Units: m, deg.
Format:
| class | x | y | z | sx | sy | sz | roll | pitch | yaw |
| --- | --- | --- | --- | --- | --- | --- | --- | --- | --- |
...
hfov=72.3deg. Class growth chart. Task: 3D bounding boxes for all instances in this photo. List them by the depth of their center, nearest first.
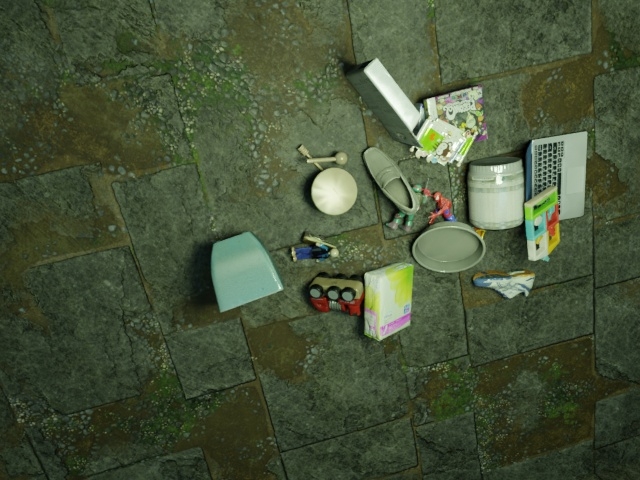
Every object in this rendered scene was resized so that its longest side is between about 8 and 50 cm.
| class | x | y | z | sx | sy | sz | roll | pitch | yaw |
| --- | --- | --- | --- | --- | --- | --- | --- | --- | --- |
| growth chart | 0.470 | -0.373 | 1.678 | 0.237 | 0.021 | 0.172 | 16 | 106 | -16 |

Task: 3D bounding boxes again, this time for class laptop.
| class | x | y | z | sx | sy | sz | roll | pitch | yaw |
| --- | --- | --- | --- | --- | --- | --- | --- | --- | --- |
| laptop | 0.980 | -0.225 | 1.814 | 0.407 | 0.236 | 0.382 | -9 | 108 | -4 |

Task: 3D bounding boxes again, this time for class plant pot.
| class | x | y | z | sx | sy | sz | roll | pitch | yaw |
| --- | --- | --- | --- | --- | --- | --- | --- | --- | --- |
| plant pot | -0.298 | 0.102 | 1.698 | 0.247 | 0.247 | 0.252 | -19 | 91 | -4 |

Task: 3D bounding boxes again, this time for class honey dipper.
| class | x | y | z | sx | sy | sz | roll | pitch | yaw |
| --- | --- | --- | --- | --- | --- | --- | --- | --- | --- |
| honey dipper | -0.026 | -0.312 | 1.724 | 0.030 | 0.030 | 0.160 | -45 | 110 | 5 |

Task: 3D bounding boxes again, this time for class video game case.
| class | x | y | z | sx | sy | sz | roll | pitch | yaw |
| --- | --- | --- | --- | --- | --- | --- | --- | --- | --- |
| video game case | 0.523 | -0.468 | 1.691 | 0.232 | 0.042 | 0.210 | -16 | 110 | -7 |

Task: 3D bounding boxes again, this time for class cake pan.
| class | x | y | z | sx | sy | sz | roll | pitch | yaw |
| --- | --- | --- | --- | --- | --- | --- | --- | --- | --- |
| cake pan | 0.535 | 0.026 | 1.836 | 0.293 | 0.054 | 0.293 | 6 | 138 | 5 |

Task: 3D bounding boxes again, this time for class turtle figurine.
| class | x | y | z | sx | sy | sz | roll | pitch | yaw |
| --- | --- | --- | --- | --- | --- | --- | --- | --- | --- |
| turtle figurine | 0.363 | -0.155 | 1.799 | 0.175 | 0.118 | 0.234 | 16 | 109 | -14 |

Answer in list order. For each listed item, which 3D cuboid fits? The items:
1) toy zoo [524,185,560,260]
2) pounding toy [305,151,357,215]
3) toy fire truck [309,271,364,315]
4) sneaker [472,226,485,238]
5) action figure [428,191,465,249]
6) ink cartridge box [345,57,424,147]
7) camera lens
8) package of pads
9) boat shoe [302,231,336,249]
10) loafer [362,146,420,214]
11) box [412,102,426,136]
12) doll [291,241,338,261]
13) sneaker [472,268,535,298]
| class | x | y | z | sx | sy | sz | roll | pitch | yaw |
| --- | --- | --- | --- | --- | --- | --- | --- | --- | --- |
| toy zoo | 0.898 | -0.048 | 1.765 | 0.192 | 0.030 | 0.293 | -28 | 115 | -27 |
| pounding toy | 0.038 | -0.219 | 1.730 | 0.182 | 0.110 | 0.237 | -13 | 98 | -11 |
| toy fire truck | 0.085 | 0.260 | 1.853 | 0.217 | 0.158 | 0.246 | 2 | 121 | 23 |
| sneaker | 0.672 | 0.023 | 1.925 | 0.064 | 0.067 | 0.175 | 6 | 107 | -13 |
| action figure | 0.524 | -0.068 | 1.857 | 0.139 | 0.091 | 0.280 | -34 | 109 | -8 |
| ink cartridge box | 0.240 | -0.488 | 1.563 | 0.071 | 0.324 | 0.330 | -42 | 109 | 6 |
| camera lens | 0.716 | -0.188 | 1.789 | 0.219 | 0.219 | 0.274 | -11 | 108 | -6 |
| package of pads | 0.286 | 0.254 | 1.860 | 0.229 | 0.101 | 0.297 | -14 | 110 | -40 |
| boat shoe | 0.000 | 0.000 | 1.808 | 0.152 | 0.056 | 0.049 | 19 | 67 | -26 |
| loafer | 0.276 | -0.239 | 1.705 | 0.112 | 0.111 | 0.319 | -40 | 81 | 10 |
| box | 0.438 | -0.472 | 1.735 | 0.126 | 0.072 | 0.137 | -1 | 107 | -9 |
| doll | -0.019 | 0.054 | 1.803 | 0.188 | 0.046 | 0.129 | -4 | 142 | 4 |
| sneaker | 0.831 | 0.208 | 1.983 | 0.296 | 0.112 | 0.131 | -1 | 107 | -9 |
